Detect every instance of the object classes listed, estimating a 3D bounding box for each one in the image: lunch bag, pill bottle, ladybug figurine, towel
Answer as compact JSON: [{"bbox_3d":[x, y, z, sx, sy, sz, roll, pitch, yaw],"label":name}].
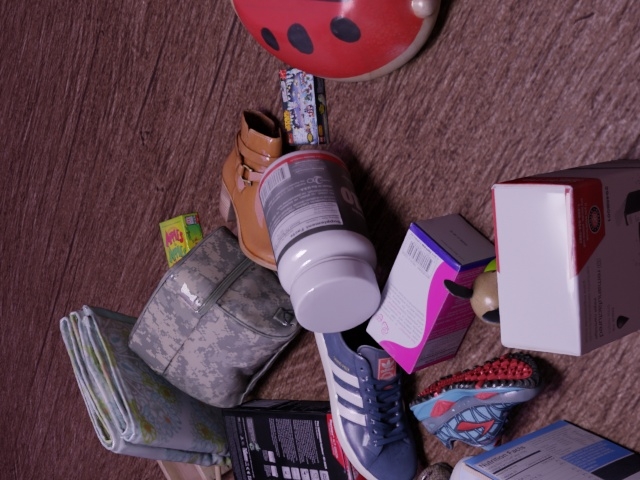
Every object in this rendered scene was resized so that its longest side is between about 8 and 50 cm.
[{"bbox_3d":[-0.192,0.164,1.958,0.256,0.212,0.305,41,132,3],"label":"lunch bag"},{"bbox_3d":[0.000,0.000,1.659,0.161,0.161,0.283,-60,33,39],"label":"pill bottle"},{"bbox_3d":[0.000,-0.405,1.623,0.449,0.162,0.305,19,113,46],"label":"ladybug figurine"},{"bbox_3d":[-0.336,0.298,2.041,0.090,0.374,0.320,-40,58,17],"label":"towel"}]

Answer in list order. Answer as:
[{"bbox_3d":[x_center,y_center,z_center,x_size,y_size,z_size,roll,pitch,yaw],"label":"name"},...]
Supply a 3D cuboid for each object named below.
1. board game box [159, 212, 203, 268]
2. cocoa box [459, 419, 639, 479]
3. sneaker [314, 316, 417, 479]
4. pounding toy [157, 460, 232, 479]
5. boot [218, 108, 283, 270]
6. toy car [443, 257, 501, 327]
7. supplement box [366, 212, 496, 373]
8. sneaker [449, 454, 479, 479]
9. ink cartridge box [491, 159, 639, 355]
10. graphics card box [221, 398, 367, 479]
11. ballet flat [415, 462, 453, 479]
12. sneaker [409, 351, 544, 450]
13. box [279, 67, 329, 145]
[{"bbox_3d":[-0.281,0.040,2.158,0.092,0.043,0.181,-15,88,50],"label":"board game box"},{"bbox_3d":[0.331,0.465,1.401,0.228,0.231,0.347,21,115,46],"label":"cocoa box"},{"bbox_3d":[0.092,0.240,1.699,0.148,0.131,0.350,-37,71,55],"label":"sneaker"},{"bbox_3d":[-0.238,0.492,2.193,0.181,0.094,0.206,-39,79,42],"label":"pounding toy"},{"bbox_3d":[-0.086,-0.090,1.860,0.283,0.109,0.220,50,134,43],"label":"boot"},{"bbox_3d":[0.261,0.062,1.414,0.155,0.188,0.149,38,126,37],"label":"toy car"},{"bbox_3d":[0.174,0.083,1.582,0.111,0.114,0.220,45,129,32],"label":"supplement box"},{"bbox_3d":[0.209,0.505,1.631,0.150,0.135,0.366,12,107,44],"label":"sneaker"},{"bbox_3d":[0.339,0.011,1.248,0.114,0.273,0.197,3,102,45],"label":"ink cartridge box"},{"bbox_3d":[-0.033,0.422,1.926,0.371,0.094,0.233,-11,92,49],"label":"graphics card box"},{"bbox_3d":[0.161,0.476,1.733,0.084,0.058,0.250,37,126,22],"label":"ballet flat"},{"bbox_3d":[0.258,0.255,1.562,0.125,0.104,0.262,57,143,-3],"label":"sneaker"},{"bbox_3d":[-0.030,-0.237,1.806,0.094,0.027,0.137,4,103,50],"label":"box"}]
